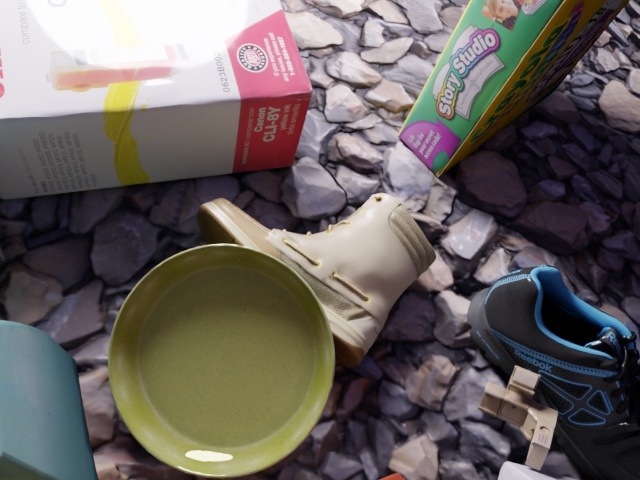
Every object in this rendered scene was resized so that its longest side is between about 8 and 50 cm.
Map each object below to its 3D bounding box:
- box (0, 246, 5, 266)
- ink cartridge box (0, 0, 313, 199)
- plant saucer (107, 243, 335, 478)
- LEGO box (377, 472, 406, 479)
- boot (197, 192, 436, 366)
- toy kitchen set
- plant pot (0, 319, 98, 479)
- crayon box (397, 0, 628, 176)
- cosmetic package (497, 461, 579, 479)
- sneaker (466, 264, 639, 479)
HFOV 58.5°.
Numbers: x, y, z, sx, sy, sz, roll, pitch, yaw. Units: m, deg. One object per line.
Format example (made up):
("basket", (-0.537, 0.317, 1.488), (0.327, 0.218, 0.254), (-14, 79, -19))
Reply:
("box", (-0.443, -0.009, 0.598), (0.191, 0.045, 0.184), (-31, 68, 4))
("ink cartridge box", (-0.239, -0.227, 0.738), (0.385, 0.160, 0.279), (-10, 66, -18))
("plant saucer", (-0.104, 0.125, 0.611), (0.241, 0.037, 0.240), (0, 84, 4))
("LEGO box", (0.059, 0.408, 0.275), (0.500, 0.193, 0.373), (47, 17, 31))
("boot", (0.000, 0.000, 0.711), (0.262, 0.095, 0.203), (40, 62, 7))
("toy kitchen set", (0.224, 0.194, 0.649), (0.083, 0.068, 0.075), (20, 27, 22))
("plant pot", (-0.299, 0.164, 0.475), (0.166, 0.234, 0.165), (-14, 66, -19))
("crayon box", (0.297, -0.287, 0.778), (0.313, 0.363, 0.106), (-37, 76, -27))
("cosmetic package", (0.300, 0.325, 0.598), (0.231, 0.085, 0.117), (18, 85, -5))
("sneaker", (0.326, 0.174, 0.670), (0.341, 0.139, 0.125), (44, 59, 9))
